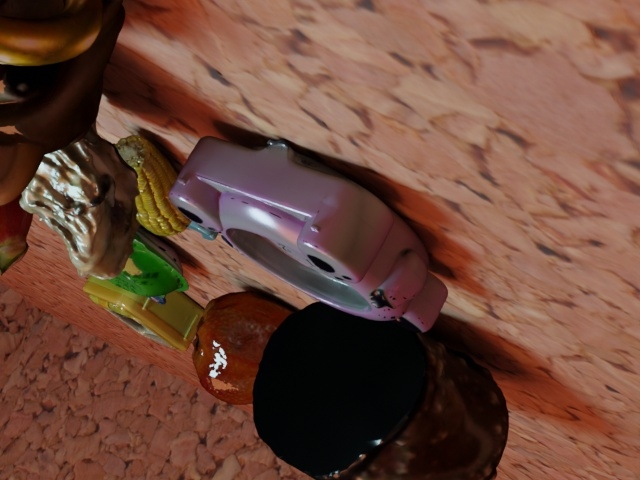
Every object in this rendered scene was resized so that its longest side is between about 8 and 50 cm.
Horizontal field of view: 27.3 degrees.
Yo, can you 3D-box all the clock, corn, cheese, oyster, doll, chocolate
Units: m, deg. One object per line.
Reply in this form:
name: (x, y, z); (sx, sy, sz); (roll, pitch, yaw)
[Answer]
clock: (-0.313, 0.111, 2.355); (0.143, 0.096, 0.202); (15, 162, 39)
clock: (0.000, 0.000, 1.256); (0.228, 0.090, 0.248); (20, 166, 36)
corn: (-0.191, -0.061, 1.482); (0.072, 0.072, 0.203); (26, 166, 15)
cheese: (-0.291, 0.036, 2.034); (0.204, 0.083, 0.320); (26, 165, 6)
oyster: (-0.280, -0.116, 1.264); (0.351, 0.115, 0.238); (56, -178, 10)
doll: (-0.309, -0.196, 0.996); (0.340, 0.209, 0.318); (33, -162, -8)
chocolate: (0.085, 0.203, 1.574); (0.210, 0.225, 0.340); (28, 173, -30)

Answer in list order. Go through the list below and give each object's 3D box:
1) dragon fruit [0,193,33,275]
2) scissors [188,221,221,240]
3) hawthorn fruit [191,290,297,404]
dragon fruit: (-0.529, -0.038, 1.959); (0.224, 0.227, 0.224); (33, -152, -20)
scissors: (-0.278, -0.058, 1.758); (0.393, 0.032, 0.180); (20, 165, 36)
hawthorn fruit: (-0.102, 0.155, 1.929); (0.173, 0.179, 0.173); (161, 90, -78)
